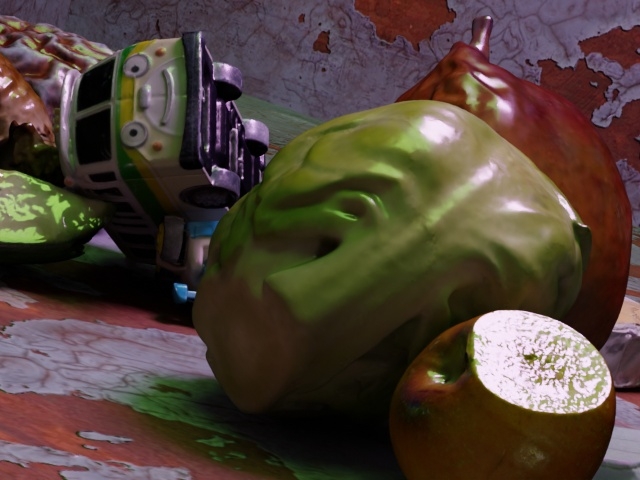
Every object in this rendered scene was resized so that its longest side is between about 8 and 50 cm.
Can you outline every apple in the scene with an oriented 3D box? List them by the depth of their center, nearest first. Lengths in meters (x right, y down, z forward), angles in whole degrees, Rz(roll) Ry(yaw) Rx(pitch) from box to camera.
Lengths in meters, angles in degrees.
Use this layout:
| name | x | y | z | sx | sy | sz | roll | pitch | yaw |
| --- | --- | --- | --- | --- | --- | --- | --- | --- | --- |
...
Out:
| name | x | y | z | sx | sy | sz | roll | pitch | yaw |
| --- | --- | --- | --- | --- | --- | --- | --- | --- | --- |
| apple | 0.132 | 0.133 | 1.389 | 0.147 | 0.163 | 0.146 | 33 | 19 | -24 |

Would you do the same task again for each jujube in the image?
| name | x | y | z | sx | sy | sz | roll | pitch | yaw |
| --- | --- | --- | --- | --- | --- | --- | --- | --- | --- |
| jujube | -0.339 | -0.139 | 2.118 | 0.317 | 0.226 | 0.226 | 18 | 10 | 7 |

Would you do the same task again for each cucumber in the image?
| name | x | y | z | sx | sy | sz | roll | pitch | yaw |
| --- | --- | --- | --- | --- | --- | --- | --- | --- | --- |
| cucumber | -0.363 | -0.030 | 1.801 | 0.325 | 0.105 | 0.145 | 15 | -22 | -6 |

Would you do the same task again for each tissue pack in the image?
| name | x | y | z | sx | sy | sz | roll | pitch | yaw |
| --- | --- | --- | --- | --- | --- | --- | --- | --- | --- |
| tissue pack | 0.264 | 0.090 | 2.083 | 0.186 | 0.090 | 0.222 | 3 | 15 | -44 |

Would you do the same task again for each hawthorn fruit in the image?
| name | x | y | z | sx | sy | sz | roll | pitch | yaw |
| --- | --- | --- | --- | --- | --- | --- | --- | --- | --- |
| hawthorn fruit | 0.167 | -0.012 | 1.852 | 0.308 | 0.325 | 0.308 | 3 | 38 | -2 |

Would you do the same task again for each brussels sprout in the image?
| name | x | y | z | sx | sy | sz | roll | pitch | yaw |
| --- | --- | --- | --- | --- | --- | --- | --- | --- | --- |
| brussels sprout | 0.066 | 0.029 | 1.544 | 0.328 | 0.328 | 0.247 | 6 | 35 | -43 |

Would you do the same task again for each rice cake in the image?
| name | x | y | z | sx | sy | sz | roll | pitch | yaw |
| --- | --- | --- | --- | --- | --- | --- | --- | --- | --- |
| rice cake | 0.224 | 0.182 | 1.622 | 0.237 | 0.043 | 0.127 | 12 | 9 | -13 |

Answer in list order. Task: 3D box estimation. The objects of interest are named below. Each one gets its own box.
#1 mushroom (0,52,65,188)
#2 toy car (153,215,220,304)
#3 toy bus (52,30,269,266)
| name | x | y | z | sx | sy | sz | roll | pitch | yaw |
| --- | --- | --- | --- | --- | --- | --- | --- | --- | --- |
| mushroom | -0.402 | -0.221 | 1.892 | 0.356 | 0.334 | 0.331 | 8 | -25 | -17 |
| toy car | -0.110 | 0.041 | 1.867 | 0.126 | 0.098 | 0.161 | 8 | -23 | -14 |
| toy bus | -0.156 | -0.081 | 1.889 | 0.179 | 0.143 | 0.305 | -3 | -21 | 9 |
